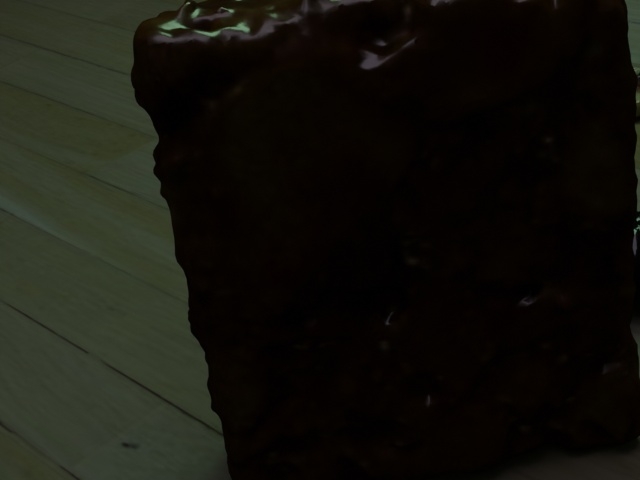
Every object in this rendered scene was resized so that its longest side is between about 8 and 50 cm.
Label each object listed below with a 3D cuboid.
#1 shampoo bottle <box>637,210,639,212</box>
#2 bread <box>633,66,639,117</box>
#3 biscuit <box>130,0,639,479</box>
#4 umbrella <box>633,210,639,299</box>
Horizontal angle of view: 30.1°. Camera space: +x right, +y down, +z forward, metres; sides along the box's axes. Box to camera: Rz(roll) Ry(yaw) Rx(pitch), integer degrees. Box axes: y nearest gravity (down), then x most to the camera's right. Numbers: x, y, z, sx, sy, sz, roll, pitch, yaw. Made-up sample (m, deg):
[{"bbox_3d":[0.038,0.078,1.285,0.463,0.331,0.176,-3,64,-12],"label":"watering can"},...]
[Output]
[{"bbox_3d":[0.207,-0.056,1.141,0.234,0.118,0.087,21,67,-2],"label":"shampoo bottle"},{"bbox_3d":[0.367,-0.173,1.385,0.070,0.035,0.083,-16,34,-5],"label":"bread"},{"bbox_3d":[0.061,-0.011,0.891,0.342,0.395,0.166,-7,26,1],"label":"biscuit"},{"bbox_3d":[0.254,0.028,1.063,0.357,0.106,0.113,-2,41,1],"label":"umbrella"}]
